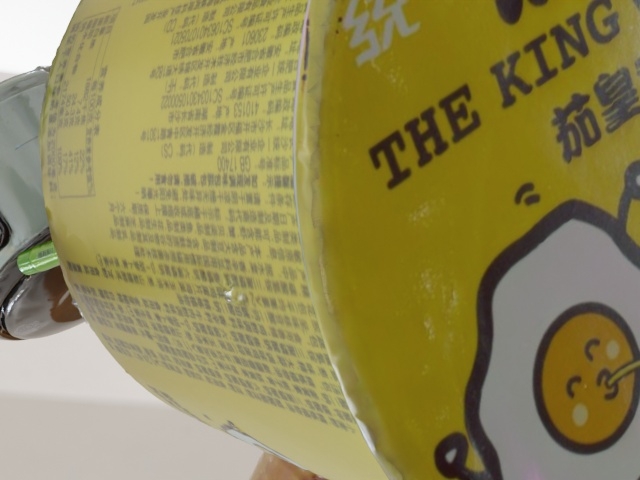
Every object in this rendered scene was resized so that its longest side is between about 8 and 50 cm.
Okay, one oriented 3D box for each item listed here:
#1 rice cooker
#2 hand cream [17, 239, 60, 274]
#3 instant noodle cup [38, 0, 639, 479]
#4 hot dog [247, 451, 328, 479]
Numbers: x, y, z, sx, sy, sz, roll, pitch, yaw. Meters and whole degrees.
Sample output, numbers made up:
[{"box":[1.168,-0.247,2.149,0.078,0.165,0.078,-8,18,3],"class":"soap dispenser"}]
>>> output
[{"box":[-0.260,-0.026,1.706,0.280,0.241,0.227,-44,72,25],"class":"rice cooker"},{"box":[-0.211,0.004,1.509,0.023,0.122,0.036,60,-144,-14],"class":"hand cream"},{"box":[0.054,-0.032,0.687,0.254,0.326,0.325,2,86,54],"class":"instant noodle cup"},{"box":[0.133,0.204,1.664,0.196,0.367,0.365,-107,36,-64],"class":"hot dog"}]
